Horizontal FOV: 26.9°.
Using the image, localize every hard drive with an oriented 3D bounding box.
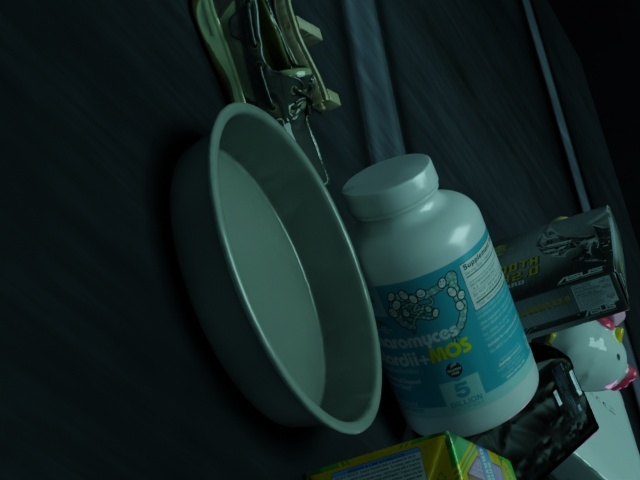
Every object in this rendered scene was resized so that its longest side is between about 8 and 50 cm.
[{"bbox_3d":[0.312,0.217,1.696,0.233,0.047,0.353,40,17,-10],"label":"hard drive"}]

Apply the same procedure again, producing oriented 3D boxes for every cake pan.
[{"bbox_3d":[-0.035,0.029,1.117,0.293,0.054,0.293,53,24,-37],"label":"cake pan"}]

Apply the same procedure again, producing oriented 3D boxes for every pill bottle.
[{"bbox_3d":[0.109,0.052,1.312,0.146,0.146,0.264,-67,137,-64],"label":"pill bottle"}]

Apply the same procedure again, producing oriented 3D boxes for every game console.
[{"bbox_3d":[0.247,0.302,1.453,0.213,0.044,0.361,-31,102,-35],"label":"game console"}]

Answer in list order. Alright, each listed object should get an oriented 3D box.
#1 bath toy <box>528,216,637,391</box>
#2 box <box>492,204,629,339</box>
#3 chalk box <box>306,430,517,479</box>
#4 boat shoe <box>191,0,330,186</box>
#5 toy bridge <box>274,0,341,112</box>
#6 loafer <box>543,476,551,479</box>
[{"bbox_3d":[0.321,0.084,1.680,0.129,0.151,0.348,18,22,-4],"label":"bath toy"},{"bbox_3d":[0.244,0.051,1.579,0.183,0.231,0.056,-71,139,-62],"label":"box"},{"bbox_3d":[0.100,0.254,1.126,0.213,0.132,0.132,35,38,-60],"label":"chalk box"},{"bbox_3d":[-0.042,-0.143,1.245,0.223,0.073,0.080,63,23,-4],"label":"boat shoe"},{"bbox_3d":[-0.023,-0.229,1.474,0.063,0.026,0.188,16,55,-64],"label":"toy bridge"},{"bbox_3d":[0.311,0.342,1.647,0.268,0.102,0.092,51,28,-36],"label":"loafer"}]
